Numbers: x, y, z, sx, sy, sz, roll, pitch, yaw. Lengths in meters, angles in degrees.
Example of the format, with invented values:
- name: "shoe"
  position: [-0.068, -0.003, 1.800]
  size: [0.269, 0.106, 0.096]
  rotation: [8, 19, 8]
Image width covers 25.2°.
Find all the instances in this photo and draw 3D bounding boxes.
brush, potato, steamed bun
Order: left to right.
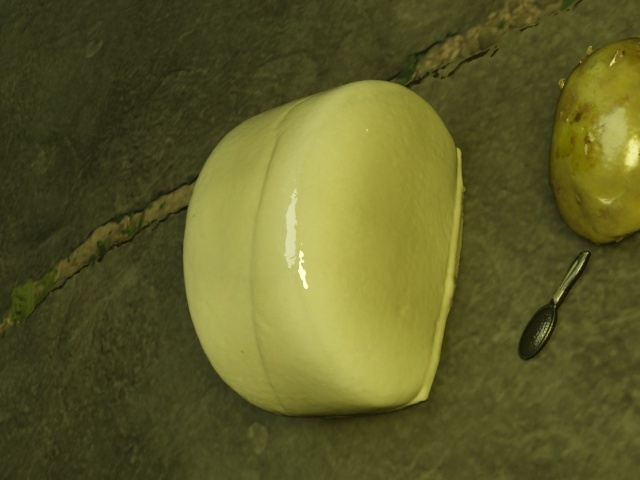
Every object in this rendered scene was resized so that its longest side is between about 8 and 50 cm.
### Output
- name: "steamed bun"
  position: [0.000, 0.000, 1.026]
  size: [0.146, 0.164, 0.241]
  rotation: [-15, 55, 43]
- name: "brush"
  position: [0.154, 0.042, 0.944]
  size: [0.083, 0.008, 0.024]
  rotation: [-58, 33, 4]
- name: "potato"
  position: [0.190, -0.068, 0.922]
  size: [0.092, 0.070, 0.137]
  rotation: [-4, 64, 50]
